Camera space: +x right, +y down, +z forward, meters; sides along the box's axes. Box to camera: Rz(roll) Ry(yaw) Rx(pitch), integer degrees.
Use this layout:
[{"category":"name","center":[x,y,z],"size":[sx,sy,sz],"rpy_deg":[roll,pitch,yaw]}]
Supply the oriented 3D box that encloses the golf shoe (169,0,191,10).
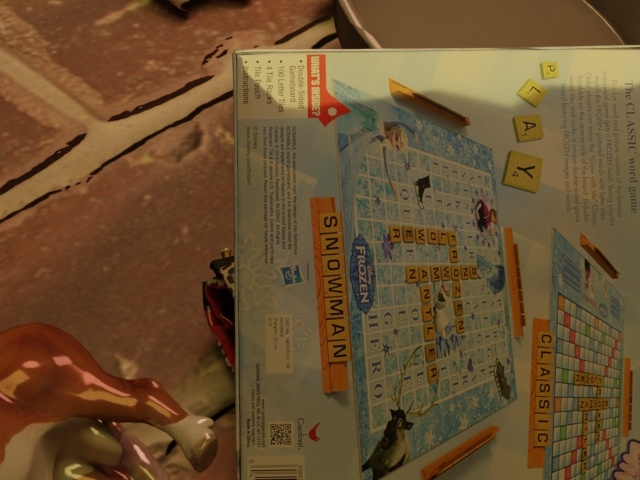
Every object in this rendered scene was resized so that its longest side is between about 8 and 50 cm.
[{"category":"golf shoe","center":[-0.069,-0.245,1.664],"size":[0.176,0.069,0.086],"rpy_deg":[-24,67,-21]}]

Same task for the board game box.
[{"category":"board game box","center":[0.105,0.040,1.189],"size":[0.318,0.066,0.319],"rpy_deg":[0,80,-1]}]

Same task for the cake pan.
[{"category":"cake pan","center":[0.136,-0.160,1.449],"size":[0.293,0.054,0.293],"rpy_deg":[13,45,-13]}]

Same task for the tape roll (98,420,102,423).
[{"category":"tape roll","center":[-0.235,0.198,1.116],"size":[0.286,0.100,0.286],"rpy_deg":[0,41,0]}]

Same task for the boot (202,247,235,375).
[{"category":"boot","center":[0.000,-0.001,1.346],"size":[0.178,0.085,0.236],"rpy_deg":[-8,45,-17]}]

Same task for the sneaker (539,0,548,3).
[{"category":"sneaker","center":[0.091,-0.190,1.593],"size":[0.212,0.080,0.094],"rpy_deg":[25,66,23]}]

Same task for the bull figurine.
[{"category":"bull figurine","center":[-0.199,0.157,1.014],"size":[0.188,0.101,0.310],"rpy_deg":[26,50,21]}]
